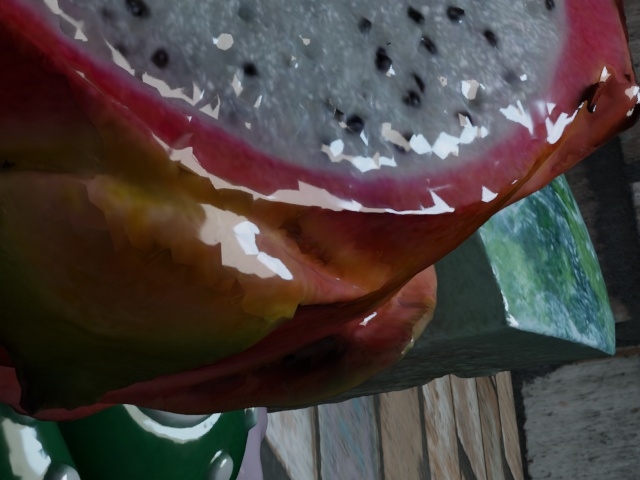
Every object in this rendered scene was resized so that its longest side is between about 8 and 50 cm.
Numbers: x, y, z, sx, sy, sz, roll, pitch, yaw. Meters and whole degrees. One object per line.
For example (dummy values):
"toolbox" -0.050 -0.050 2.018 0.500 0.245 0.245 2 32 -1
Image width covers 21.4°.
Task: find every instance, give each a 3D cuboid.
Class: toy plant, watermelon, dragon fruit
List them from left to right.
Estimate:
"dragon fruit" -0.084 -0.075 0.483 0.305 0.225 0.305 24 50 -32
"toy plant" -0.092 0.037 0.675 0.232 0.112 0.243 4 71 -65
"watermelon" 0.000 0.000 0.905 0.228 0.258 0.387 51 0 -11
